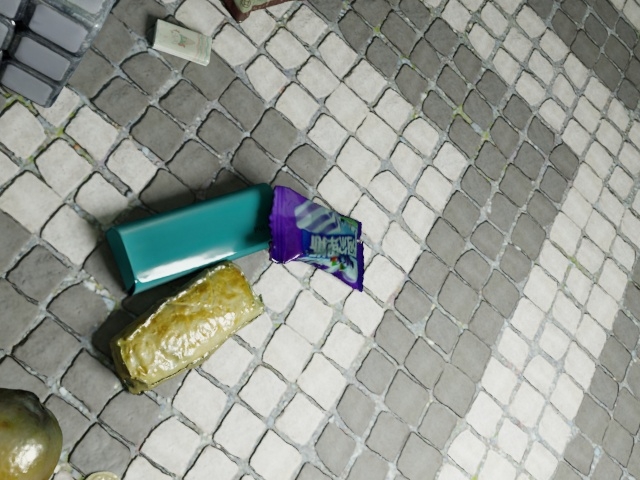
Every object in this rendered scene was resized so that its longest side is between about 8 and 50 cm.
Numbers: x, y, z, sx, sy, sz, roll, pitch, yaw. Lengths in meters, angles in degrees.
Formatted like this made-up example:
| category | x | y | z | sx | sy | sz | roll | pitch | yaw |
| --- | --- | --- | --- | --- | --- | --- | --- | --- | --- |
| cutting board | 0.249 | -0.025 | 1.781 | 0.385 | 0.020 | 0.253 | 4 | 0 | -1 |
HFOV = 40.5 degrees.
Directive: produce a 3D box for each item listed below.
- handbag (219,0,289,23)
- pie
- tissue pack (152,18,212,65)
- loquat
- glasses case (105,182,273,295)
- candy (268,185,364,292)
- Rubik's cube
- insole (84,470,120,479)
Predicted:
| category | x | y | z | sx | sy | sz | roll | pitch | yaw |
| --- | --- | --- | --- | --- | --- | --- | --- | --- | --- |
| handbag | -0.134 | -0.512 | 1.643 | 0.235 | 0.127 | 0.213 | -27 | 72 | -42 |
| pie | -0.211 | 0.137 | 1.421 | 0.282 | 0.068 | 0.129 | -35 | 97 | -34 |
| tissue pack | -0.252 | -0.361 | 1.583 | 0.108 | 0.023 | 0.056 | 12 | 69 | -26 |
| loquat | -0.459 | 0.293 | 1.164 | 0.227 | 0.179 | 0.179 | -15 | 83 | -30 |
| glasses case | -0.202 | -0.010 | 1.476 | 0.301 | 0.070 | 0.117 | -20 | 86 | -35 |
| candy | 0.000 | 0.000 | 1.566 | 0.275 | 0.070 | 0.145 | 21 | 64 | -47 |
| Rubik's cube | -0.455 | -0.438 | 1.319 | 0.303 | 0.301 | 0.305 | 27 | 64 | -22 |
| insole | -0.312 | 0.469 | 1.289 | 0.081 | 0.011 | 0.248 | -3 | 76 | -31 |
